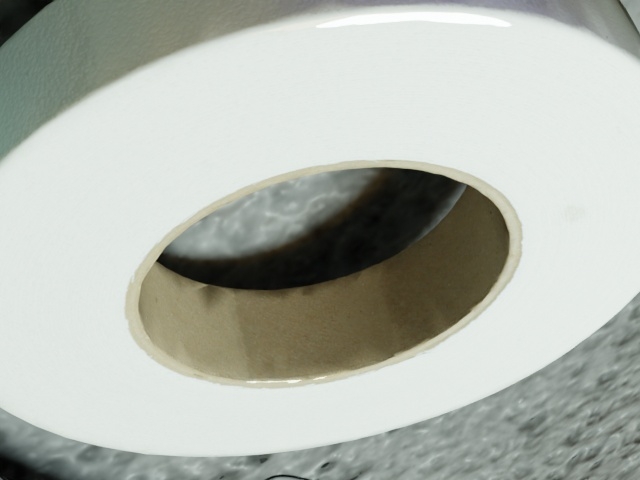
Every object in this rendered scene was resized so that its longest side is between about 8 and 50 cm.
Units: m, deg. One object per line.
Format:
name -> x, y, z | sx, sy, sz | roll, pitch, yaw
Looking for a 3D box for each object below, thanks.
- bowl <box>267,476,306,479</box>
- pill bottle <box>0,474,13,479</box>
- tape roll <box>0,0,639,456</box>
bowl -> -0.037, 0.274, 0.904 | 0.142, 0.053, 0.142 | -44, 139, 13
pill bottle -> -0.201, 0.250, 0.664 | 0.181, 0.181, 0.323 | -40, 140, 5
tape roll -> 0.000, 0.000, 0.557 | 0.392, 0.072, 0.392 | -10, 145, -7
